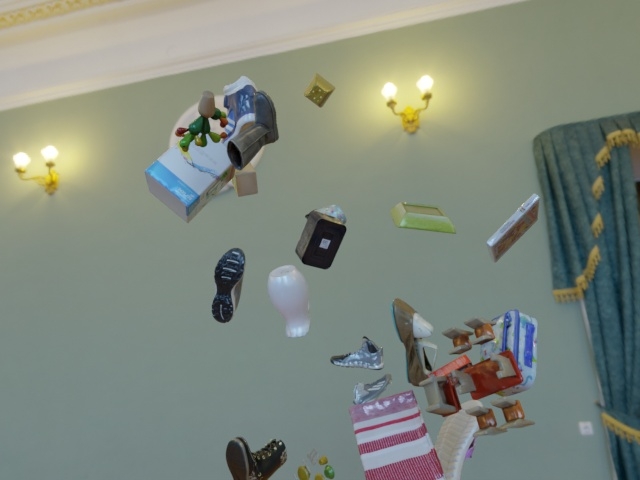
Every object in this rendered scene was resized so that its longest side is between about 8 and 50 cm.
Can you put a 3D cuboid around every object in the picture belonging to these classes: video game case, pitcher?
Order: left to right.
[{"bbox_3d":[-0.086,0.177,1.379,0.125,0.207,0.178,-10,20,16],"label":"pitcher"},{"bbox_3d":[0.626,-0.031,1.395,0.206,0.026,0.227,-47,-29,5],"label":"video game case"}]

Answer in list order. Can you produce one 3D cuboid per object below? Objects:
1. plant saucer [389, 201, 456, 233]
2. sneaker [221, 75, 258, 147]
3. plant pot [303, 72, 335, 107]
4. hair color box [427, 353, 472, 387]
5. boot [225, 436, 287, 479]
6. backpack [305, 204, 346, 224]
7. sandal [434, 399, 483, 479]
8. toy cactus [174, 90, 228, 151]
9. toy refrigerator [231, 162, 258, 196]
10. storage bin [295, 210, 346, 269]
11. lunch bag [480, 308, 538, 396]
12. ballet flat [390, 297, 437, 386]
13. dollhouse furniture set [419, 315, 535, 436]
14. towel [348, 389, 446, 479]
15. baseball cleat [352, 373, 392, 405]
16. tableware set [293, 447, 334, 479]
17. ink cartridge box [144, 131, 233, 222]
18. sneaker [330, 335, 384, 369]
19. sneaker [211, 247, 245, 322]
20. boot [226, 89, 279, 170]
[{"bbox_3d":[0.329,-0.081,1.392,0.188,0.045,0.188,6,19,0],"label":"plant saucer"},{"bbox_3d":[-0.313,-0.468,1.640,0.130,0.237,0.323,-4,-19,-29],"label":"sneaker"},{"bbox_3d":[-0.008,-0.488,1.415,0.081,0.083,0.081,35,-65,-11],"label":"plant pot"},{"bbox_3d":[0.427,0.436,1.391,0.141,0.072,0.043,-30,24,2],"label":"hair color box"},{"bbox_3d":[-0.193,0.663,1.332,0.085,0.237,0.178,6,23,35],"label":"boot"},{"bbox_3d":[0.030,-0.088,1.898,0.115,0.152,0.182,-45,13,-19],"label":"backpack"},{"bbox_3d":[0.522,0.800,1.642,0.416,0.102,0.169,-48,12,-33],"label":"sandal"},{"bbox_3d":[-0.344,-0.358,1.266,0.219,0.112,0.181,-42,-16,-42],"label":"toy cactus"},{"bbox_3d":[-0.348,-0.296,1.841,0.094,0.270,0.102,-12,-53,-16],"label":"toy refrigerator"},{"bbox_3d":[0.000,0.000,1.546,0.122,0.180,0.084,16,17,-26],"label":"storage bin"},{"bbox_3d":[0.526,0.312,1.207,0.090,0.219,0.176,23,-32,-4],"label":"lunch bag"},{"bbox_3d":[0.339,0.355,1.492,0.124,0.343,0.116,-7,13,31],"label":"ballet flat"},{"bbox_3d":[0.397,0.367,1.112,0.135,0.262,0.259,17,-42,-33],"label":"dollhouse furniture set"},{"bbox_3d":[0.241,0.664,1.392,0.236,0.329,0.037,-17,-47,1],"label":"towel"},{"bbox_3d":[0.208,0.598,1.755,0.206,0.109,0.072,-40,-14,-39],"label":"baseball cleat"},{"bbox_3d":[-0.016,0.679,1.246,0.024,0.104,0.154,0,-53,-46],"label":"tableware set"},{"bbox_3d":[-0.473,-0.246,1.598,0.197,0.270,0.198,40,-22,-3],"label":"ink cartridge box"},{"bbox_3d":[0.157,0.468,1.820,0.228,0.132,0.086,3,-5,9],"label":"sneaker"},{"bbox_3d":[-0.326,0.153,1.545,0.100,0.272,0.108,15,11,3],"label":"sneaker"},{"bbox_3d":[-0.220,-0.345,1.342,0.076,0.190,0.208,9,37,38],"label":"boot"}]
